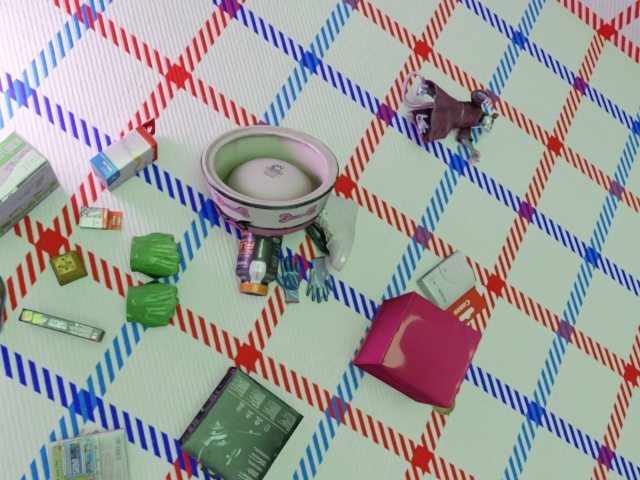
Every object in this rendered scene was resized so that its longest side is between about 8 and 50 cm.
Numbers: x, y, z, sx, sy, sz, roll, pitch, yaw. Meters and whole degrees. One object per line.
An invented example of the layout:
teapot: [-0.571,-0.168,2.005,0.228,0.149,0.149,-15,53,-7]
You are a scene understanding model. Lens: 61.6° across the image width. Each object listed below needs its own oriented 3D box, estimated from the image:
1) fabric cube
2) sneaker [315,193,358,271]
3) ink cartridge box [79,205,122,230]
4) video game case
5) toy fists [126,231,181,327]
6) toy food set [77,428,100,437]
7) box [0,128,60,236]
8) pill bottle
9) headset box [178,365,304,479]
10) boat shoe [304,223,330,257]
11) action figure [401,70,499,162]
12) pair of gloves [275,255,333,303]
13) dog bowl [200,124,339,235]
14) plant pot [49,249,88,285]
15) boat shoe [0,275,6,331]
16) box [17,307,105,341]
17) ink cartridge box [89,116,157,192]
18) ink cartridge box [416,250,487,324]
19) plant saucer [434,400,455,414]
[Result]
fabric cube: [0.295,0.343,1.689,0.258,0.259,0.254,31,72,-7]
sneaker: [0.021,-0.040,1.733,0.169,0.108,0.292,22,46,-13]
ink cartridge box: [-0.652,-0.065,1.597,0.115,0.029,0.063,4,77,-16]
video game case: [-0.620,0.633,1.448,0.193,0.023,0.212,-5,86,-22]
toy fists: [-0.483,0.115,1.581,0.142,0.096,0.279,2,79,-7]
toy food set: [-0.615,0.568,1.482,0.122,0.019,0.078,31,71,-16]
box: [-0.855,-0.133,1.442,0.127,0.231,0.262,43,71,-5]
pill bottle: [-0.190,0.047,1.665,0.130,0.130,0.246,11,75,-15]
headset box: [-0.235,0.550,1.544,0.246,0.131,0.283,38,70,-7]
boat shoe: [0.000,0.000,1.782,0.142,0.040,0.049,47,69,-3]
action figure: [0.498,-0.458,1.996,0.370,0.248,0.276,-3,36,-30]
pair of gloves: [-0.055,0.127,1.749,0.198,0.023,0.159,-1,77,-18]
dog bowl: [-0.155,-0.179,1.630,0.408,0.150,0.408,5,43,-5]
plant pot: [-0.717,0.073,1.519,0.081,0.083,0.081,-24,86,-20]
boat shoe: [-0.892,0.166,1.454,0.066,0.066,0.183,-8,81,-19]
box: [-0.704,0.235,1.473,0.207,0.114,0.036,19,73,-13]
ink cartridge box: [-0.566,-0.257,1.609,0.231,0.134,0.078,-42,92,-20]
ink cartridge box: [0.476,0.182,1.887,0.189,0.066,0.232,-35,86,-21]
plant saucer: [0.414,0.545,1.810,0.083,0.015,0.083,3,78,-16]
